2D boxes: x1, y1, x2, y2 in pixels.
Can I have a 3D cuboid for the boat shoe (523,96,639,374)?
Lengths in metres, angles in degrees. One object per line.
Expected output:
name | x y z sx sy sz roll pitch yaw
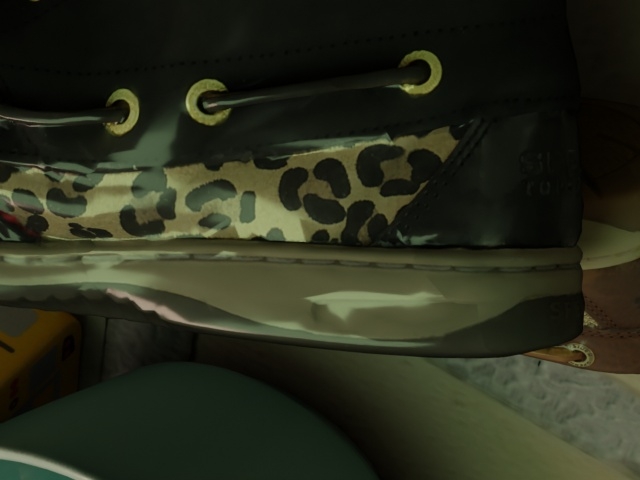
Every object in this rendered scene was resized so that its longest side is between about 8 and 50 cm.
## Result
boat shoe | 0.000 0.000 0.786 0.342 0.123 0.123 5 125 27

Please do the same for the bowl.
bowl | -0.067 0.192 0.983 0.311 0.163 0.312 21 133 24

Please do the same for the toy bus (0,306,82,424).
toy bus | -0.319 0.033 1.072 0.332 0.130 0.108 28 137 16

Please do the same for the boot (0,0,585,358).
boot | -0.073 -0.117 0.650 0.377 0.138 0.284 9 96 19
